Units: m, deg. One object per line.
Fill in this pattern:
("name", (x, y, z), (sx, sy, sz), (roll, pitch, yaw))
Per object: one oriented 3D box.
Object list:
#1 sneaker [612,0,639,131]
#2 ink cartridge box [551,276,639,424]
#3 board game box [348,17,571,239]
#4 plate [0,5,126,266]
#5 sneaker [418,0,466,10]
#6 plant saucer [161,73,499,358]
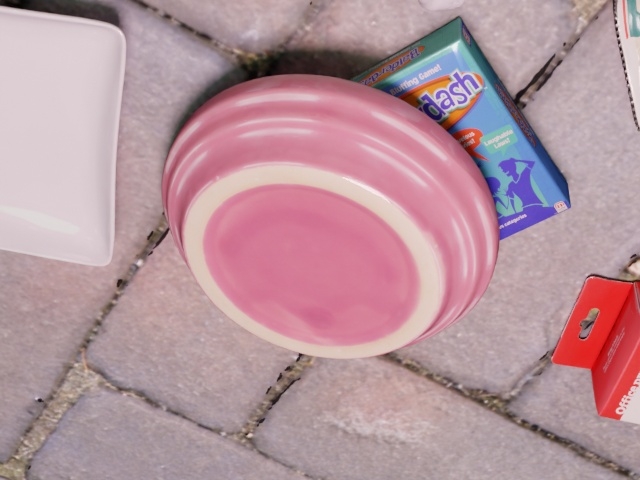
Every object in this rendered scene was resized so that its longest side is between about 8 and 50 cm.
("sneaker", (0.305, -0.157, 1.010), (0.075, 0.057, 0.161), (-10, 122, 19))
("ink cartridge box", (0.373, 0.127, 1.203), (0.231, 0.078, 0.134), (12, 127, -3))
("board game box", (0.116, -0.083, 1.087), (0.160, 0.047, 0.210), (-27, 119, 23))
("plate", (-0.326, -0.113, 1.103), (0.277, 0.045, 0.278), (10, 127, -2))
("sneaker", (-0.007, -0.326, 0.840), (0.210, 0.137, 0.366), (-16, 120, -1))
("plant saucer", (0.000, 0.000, 1.094), (0.332, 0.084, 0.332), (10, 135, 10))
